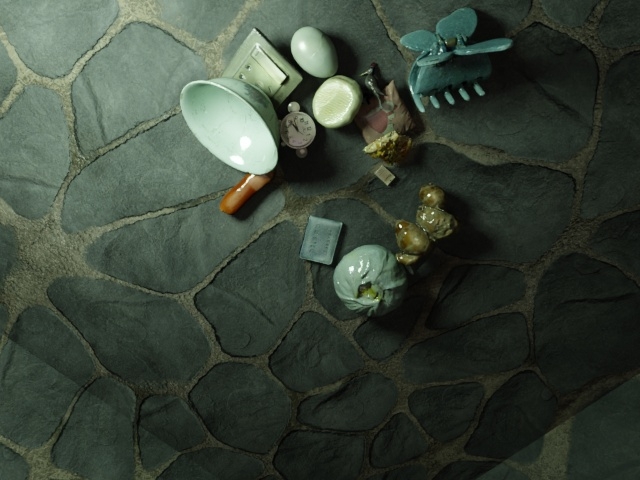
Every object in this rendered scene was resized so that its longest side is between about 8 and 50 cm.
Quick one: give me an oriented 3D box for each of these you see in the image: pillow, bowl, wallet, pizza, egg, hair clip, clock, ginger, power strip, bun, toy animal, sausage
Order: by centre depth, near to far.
[{"bbox_3d":[0.494,-0.668,1.552,0.319,0.392,0.238,-16,137,3],"label":"hair clip"},{"bbox_3d":[-0.018,-0.724,1.571,0.209,0.151,0.151,39,104,-18],"label":"egg"},{"bbox_3d":[-0.306,-0.482,1.591,0.435,0.435,0.196,39,61,-15],"label":"bowl"},{"bbox_3d":[-0.227,-0.658,1.611,0.257,0.092,0.251,43,132,-16],"label":"power strip"},{"bbox_3d":[0.207,-0.626,1.639,0.105,0.070,0.202,0,77,7],"label":"toy animal"},{"bbox_3d":[0.078,-0.554,1.643,0.223,0.128,0.222,4,99,29],"label":"bun"},{"bbox_3d":[0.297,-0.382,1.696,0.226,0.069,0.147,8,134,-44],"label":"pizza"},{"bbox_3d":[0.261,-0.509,1.698,0.236,0.084,0.223,-34,107,9],"label":"pillow"},{"bbox_3d":[-0.097,-0.466,1.714,0.156,0.063,0.229,-10,108,4],"label":"clock"},{"bbox_3d":[-0.323,-0.226,1.783,0.300,0.083,0.089,-41,101,9],"label":"sausage"},{"bbox_3d":[0.463,-0.054,1.820,0.256,0.176,0.375,38,94,-9],"label":"ginger"},{"bbox_3d":[0.236,0.203,1.896,0.362,0.211,0.361,0,111,-1],"label":"bun"},{"bbox_3d":[0.000,0.001,1.904,0.168,0.036,0.222,13,109,-7],"label":"wallet"}]

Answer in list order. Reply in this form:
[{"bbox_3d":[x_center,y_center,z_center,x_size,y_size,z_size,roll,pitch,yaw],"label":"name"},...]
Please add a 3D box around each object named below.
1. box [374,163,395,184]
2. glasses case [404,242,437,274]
[{"bbox_3d":[0.286,-0.293,1.812,0.083,0.024,0.053,40,105,-16],"label":"box"},{"bbox_3d":[0.472,0.068,1.906,0.190,0.042,0.072,-47,114,-15],"label":"glasses case"}]
